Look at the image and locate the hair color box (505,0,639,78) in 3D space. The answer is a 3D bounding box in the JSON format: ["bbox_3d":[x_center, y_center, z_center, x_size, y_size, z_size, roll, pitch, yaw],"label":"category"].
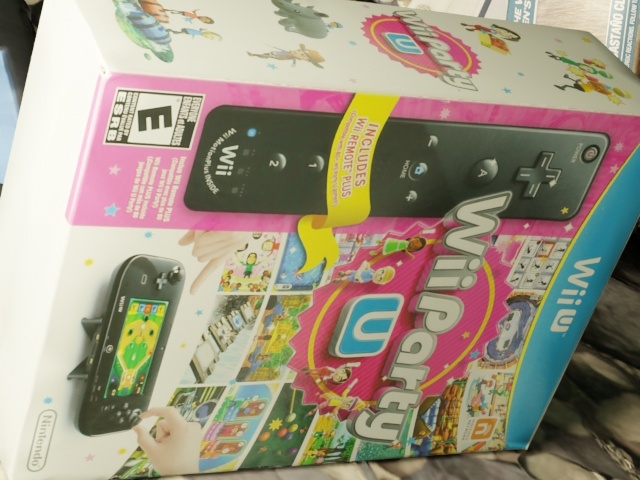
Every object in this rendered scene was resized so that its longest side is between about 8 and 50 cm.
[{"bbox_3d":[0.263,-0.178,1.076,0.105,0.174,0.347,17,24,33],"label":"hair color box"}]

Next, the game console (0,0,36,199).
[{"bbox_3d":[-0.312,-0.087,0.837,0.342,0.060,0.386,5,34,-24],"label":"game console"}]

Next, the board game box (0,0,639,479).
[{"bbox_3d":[0.000,0.000,0.718,0.303,0.224,0.097,0,34,-30],"label":"board game box"}]

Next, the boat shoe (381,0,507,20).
[{"bbox_3d":[0.092,-0.205,1.102,0.156,0.136,0.367,22,66,6],"label":"boat shoe"}]

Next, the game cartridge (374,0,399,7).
[{"bbox_3d":[0.207,-0.240,1.323,0.355,0.068,0.230,-2,18,-16],"label":"game cartridge"}]

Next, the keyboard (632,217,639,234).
[{"bbox_3d":[0.213,-0.026,0.992,0.180,0.023,0.108,-17,25,14],"label":"keyboard"}]
